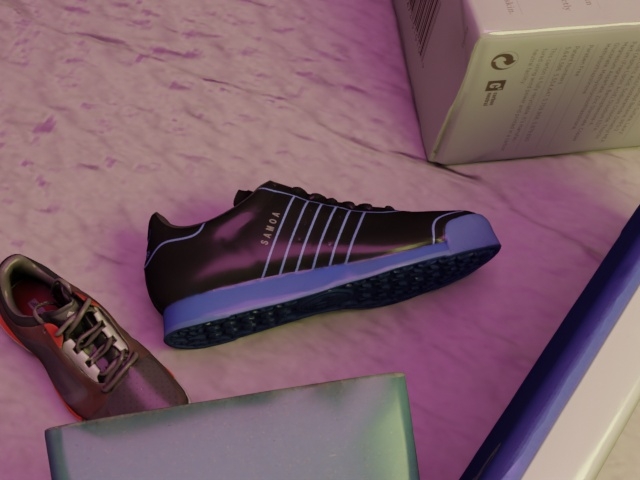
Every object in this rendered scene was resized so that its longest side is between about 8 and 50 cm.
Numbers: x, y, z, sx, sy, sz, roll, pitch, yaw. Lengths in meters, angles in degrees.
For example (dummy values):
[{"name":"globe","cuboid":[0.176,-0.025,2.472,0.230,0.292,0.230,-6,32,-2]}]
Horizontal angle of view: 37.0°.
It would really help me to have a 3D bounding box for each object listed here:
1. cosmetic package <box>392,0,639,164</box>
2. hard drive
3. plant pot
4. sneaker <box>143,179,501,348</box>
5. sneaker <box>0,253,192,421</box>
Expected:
[{"name":"cosmetic package","cuboid":[0.261,-0.198,0.730,0.385,0.156,0.217,-4,61,-9]},{"name":"hard drive","cuboid":[0.162,0.050,0.541,0.040,0.210,0.318,34,63,12]},{"name":"plant pot","cuboid":[-0.028,0.206,0.464,0.166,0.165,0.234,-8,70,-10]},{"name":"sneaker","cuboid":[0.000,0.000,0.628,0.232,0.081,0.090,-12,69,-11]},{"name":"sneaker","cuboid":[-0.146,0.066,0.584,0.158,0.065,0.061,35,63,14]}]
